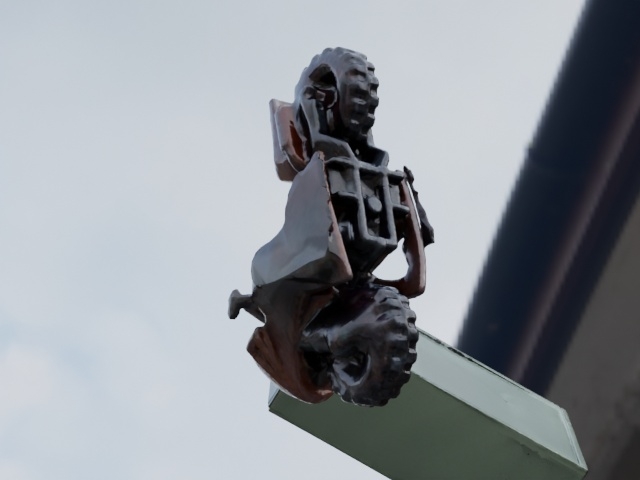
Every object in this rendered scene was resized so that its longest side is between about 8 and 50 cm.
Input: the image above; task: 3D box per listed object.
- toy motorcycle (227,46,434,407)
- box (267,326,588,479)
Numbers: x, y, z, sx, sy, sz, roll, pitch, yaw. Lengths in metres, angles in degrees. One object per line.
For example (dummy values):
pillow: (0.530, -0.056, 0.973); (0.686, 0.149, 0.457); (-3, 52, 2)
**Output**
toy motorcycle: (0.000, 0.000, 0.972); (0.084, 0.213, 0.118); (11, -31, -33)
box: (0.076, 0.129, 1.312); (0.225, 0.129, 0.086); (30, -78, -7)
